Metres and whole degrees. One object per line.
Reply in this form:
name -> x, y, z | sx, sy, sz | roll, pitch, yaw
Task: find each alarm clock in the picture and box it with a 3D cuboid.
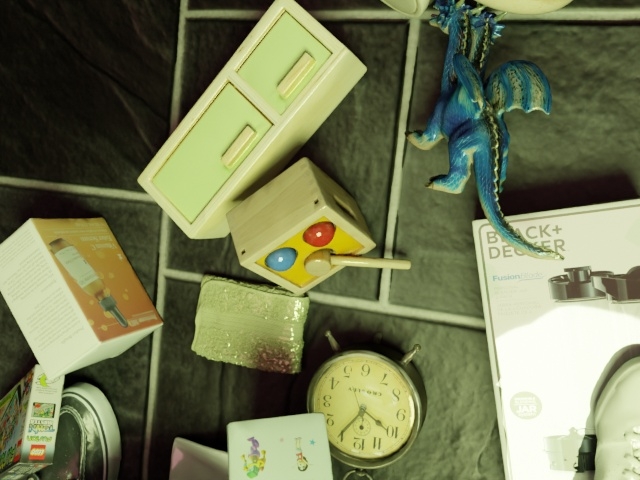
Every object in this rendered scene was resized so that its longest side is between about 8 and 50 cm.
alarm clock -> 0.050, 0.200, 0.661 | 0.129, 0.064, 0.192 | 7, 92, 18

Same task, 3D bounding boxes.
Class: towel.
towel -> -0.087, 0.104, 0.722 | 0.148, 0.027, 0.110 | 8, 96, 18

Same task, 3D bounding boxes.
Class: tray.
tray -> -0.141, 0.385, 0.708 | 0.145, 0.030, 0.270 | -7, 77, 47

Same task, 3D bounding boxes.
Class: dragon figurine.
dragon figurine -> 0.151, -0.120, 0.545 | 0.085, 0.289, 0.144 | 4, 132, -13

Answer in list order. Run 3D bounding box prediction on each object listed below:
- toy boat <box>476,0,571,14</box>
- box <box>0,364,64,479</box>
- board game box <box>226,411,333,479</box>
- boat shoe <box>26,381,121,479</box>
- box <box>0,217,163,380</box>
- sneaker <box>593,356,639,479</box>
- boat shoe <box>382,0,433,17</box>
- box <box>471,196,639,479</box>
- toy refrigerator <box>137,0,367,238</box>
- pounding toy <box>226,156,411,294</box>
toy boat -> 0.203, -0.317, 0.513 | 0.151, 0.151, 0.231 | 31, 78, 14
box -> -0.379, 0.240, 0.751 | 0.207, 0.036, 0.114 | -35, 49, 43
board game box -> -0.024, 0.342, 0.544 | 0.097, 0.224, 0.303 | -6, 59, -4
boat shoe -> -0.346, 0.342, 0.779 | 0.108, 0.102, 0.301 | 14, 97, 18
box -> -0.303, 0.065, 0.739 | 0.091, 0.130, 0.170 | -35, 82, 17
sneaker -> 0.259, 0.203, 0.483 | 0.080, 0.094, 0.212 | 14, 97, 18
boat shoe -> 0.014, -0.375, 0.635 | 0.335, 0.112, 0.095 | 42, 86, 7
box -> 0.249, 0.110, 0.578 | 0.169, 0.087, 0.290 | -6, 90, 18
toy refrigerator -> -0.081, -0.132, 0.676 | 0.102, 0.094, 0.269 | 46, 104, 12
pounding toy -> 0.000, 0.000, 0.642 | 0.130, 0.141, 0.100 | -34, 54, 17
